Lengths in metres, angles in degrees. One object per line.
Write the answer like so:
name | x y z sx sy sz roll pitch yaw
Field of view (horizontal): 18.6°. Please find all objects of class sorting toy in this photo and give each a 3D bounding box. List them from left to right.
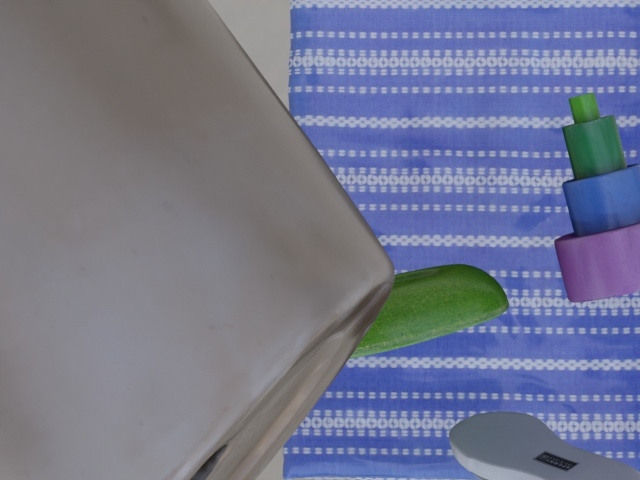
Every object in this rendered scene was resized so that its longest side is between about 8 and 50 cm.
sorting toy | 0.000 0.000 1.024 0.365 0.127 0.126 -14 92 4

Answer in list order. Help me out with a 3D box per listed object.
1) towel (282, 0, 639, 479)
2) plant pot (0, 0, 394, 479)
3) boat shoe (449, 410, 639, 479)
towel | 0.099 -0.026 1.148 0.243 0.040 0.336 0 82 5
plant pot | -0.143 -0.005 0.611 0.323 0.280 0.323 -48 172 -9
boat shoe | 0.116 0.127 1.012 0.049 0.142 0.040 -25 114 -26
